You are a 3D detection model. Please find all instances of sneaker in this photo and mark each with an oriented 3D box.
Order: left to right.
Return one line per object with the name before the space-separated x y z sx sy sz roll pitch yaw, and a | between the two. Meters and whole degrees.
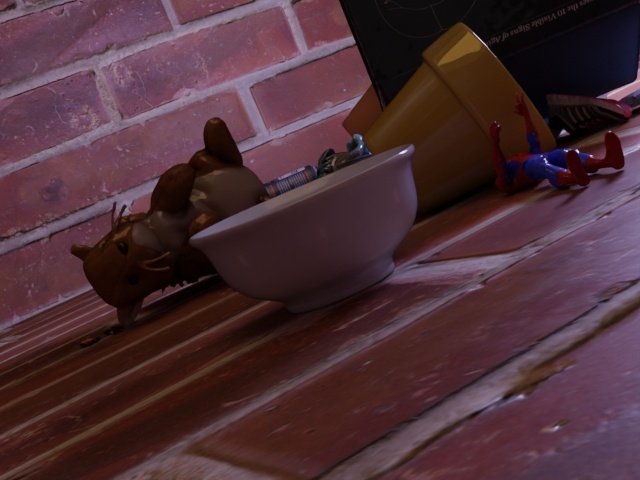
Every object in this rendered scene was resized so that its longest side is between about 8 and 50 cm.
sneaker | 0.024 -0.110 1.951 0.283 0.122 0.110 -43 2 -36
sneaker | 0.472 -0.217 1.725 0.063 0.075 0.170 -5 15 -43

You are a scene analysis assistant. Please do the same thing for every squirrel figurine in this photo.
squirrel figurine | -0.282 0.012 1.876 0.370 0.281 0.397 -37 -3 -24

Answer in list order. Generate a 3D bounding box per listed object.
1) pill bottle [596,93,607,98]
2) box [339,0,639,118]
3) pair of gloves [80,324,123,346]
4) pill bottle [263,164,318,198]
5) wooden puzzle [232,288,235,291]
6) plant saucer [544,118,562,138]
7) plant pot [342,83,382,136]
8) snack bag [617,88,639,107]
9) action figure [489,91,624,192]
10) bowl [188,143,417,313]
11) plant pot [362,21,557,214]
pill bottle | 0.486 -0.327 2.153 0.160 0.160 0.283 -25 6 -23
box | 0.291 -0.466 1.867 0.479 0.472 0.297 -22 -26 7
pair of gloves | -0.400 0.173 1.779 0.083 0.010 0.074 -24 6 -19
pill bottle | -0.057 -0.105 2.397 0.245 0.130 0.130 -23 6 -2
wooden puzzle | -0.099 0.061 1.614 0.116 0.014 0.078 -20 7 26
plant saucer | 0.345 -0.178 1.934 0.317 0.044 0.317 -24 5 2
plant pot | 0.192 -0.271 2.382 0.203 0.291 0.291 -40 4 6
snack bag | 0.722 -0.314 1.733 0.342 0.037 0.323 -27 6 -40
action figure | 0.291 -0.136 1.321 0.091 0.139 0.280 -23 3 -13
bowl | 0.000 0.000 1.180 0.297 0.134 0.298 -22 6 2
plant pot | 0.207 -0.176 1.561 0.239 0.254 0.254 -38 3 10
